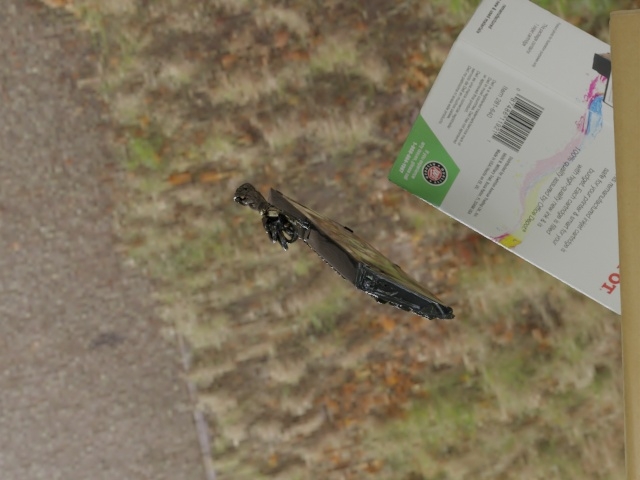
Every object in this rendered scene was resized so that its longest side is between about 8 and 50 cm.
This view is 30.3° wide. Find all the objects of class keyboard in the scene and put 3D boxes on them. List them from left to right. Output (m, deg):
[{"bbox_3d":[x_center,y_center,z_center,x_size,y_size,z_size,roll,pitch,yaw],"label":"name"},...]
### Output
[{"bbox_3d":[0.000,0.000,1.204,0.201,0.033,0.317,27,-175,-22],"label":"keyboard"}]

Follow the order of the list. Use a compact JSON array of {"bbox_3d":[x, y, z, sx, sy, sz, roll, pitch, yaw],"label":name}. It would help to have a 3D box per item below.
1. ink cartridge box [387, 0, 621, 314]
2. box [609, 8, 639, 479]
[{"bbox_3d":[0.234,-0.085,1.149,0.117,0.278,0.201,-55,173,-41],"label":"ink cartridge box"},{"bbox_3d":[0.173,0.020,0.381,0.021,0.201,0.164,-13,-168,-44],"label":"box"}]
